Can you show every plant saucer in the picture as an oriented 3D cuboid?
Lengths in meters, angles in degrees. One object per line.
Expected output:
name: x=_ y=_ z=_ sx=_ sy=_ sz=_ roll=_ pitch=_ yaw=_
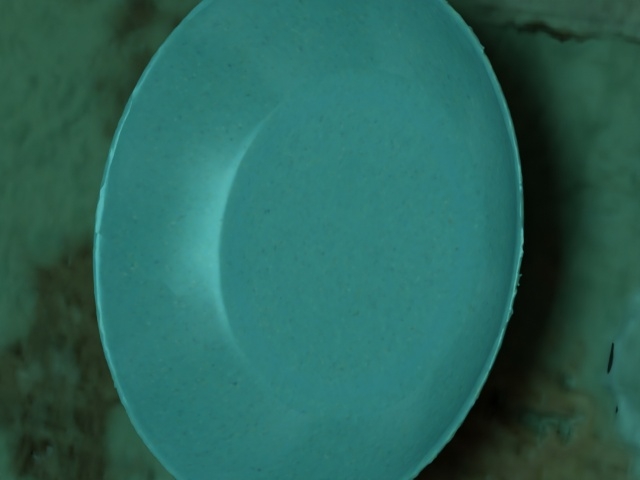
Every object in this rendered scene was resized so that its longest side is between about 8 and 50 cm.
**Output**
plant saucer: x=0.000 y=0.000 z=0.674 sx=0.195 sy=0.037 sz=0.195 roll=-7 pitch=79 yaw=41
